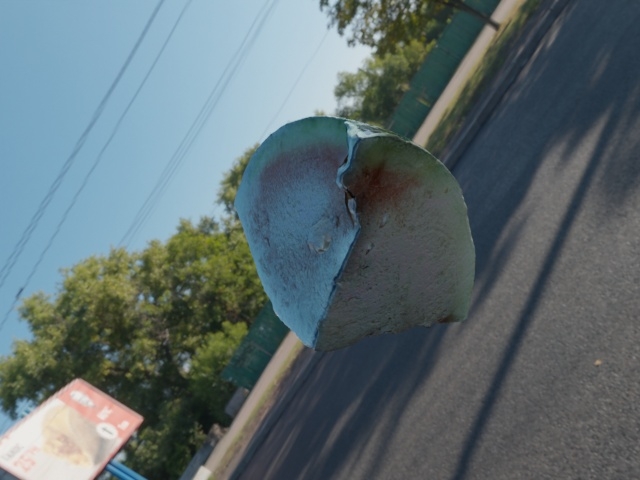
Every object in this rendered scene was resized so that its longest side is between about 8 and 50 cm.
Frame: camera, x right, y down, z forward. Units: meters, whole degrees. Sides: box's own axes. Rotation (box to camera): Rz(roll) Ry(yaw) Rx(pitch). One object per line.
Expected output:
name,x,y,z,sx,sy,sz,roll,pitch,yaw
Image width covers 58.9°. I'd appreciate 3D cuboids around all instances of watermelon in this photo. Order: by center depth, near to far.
watermelon,0.000,0.000,0.599,0.213,0.290,0.319,-62,-29,-19
